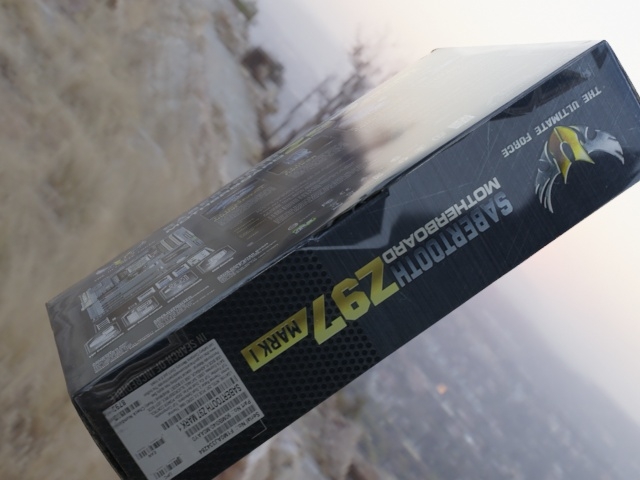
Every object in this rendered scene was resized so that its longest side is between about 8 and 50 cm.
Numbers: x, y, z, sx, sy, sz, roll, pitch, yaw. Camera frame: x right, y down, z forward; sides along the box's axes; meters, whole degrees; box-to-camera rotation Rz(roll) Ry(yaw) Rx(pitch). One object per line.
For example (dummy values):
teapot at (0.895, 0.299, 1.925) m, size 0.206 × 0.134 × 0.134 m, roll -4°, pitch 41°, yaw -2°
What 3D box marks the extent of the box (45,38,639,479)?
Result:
box at (0.000, 0.000, 0.521) m, size 0.059 × 0.233 × 0.183 m, roll 59°, pitch -9°, yaw -15°
